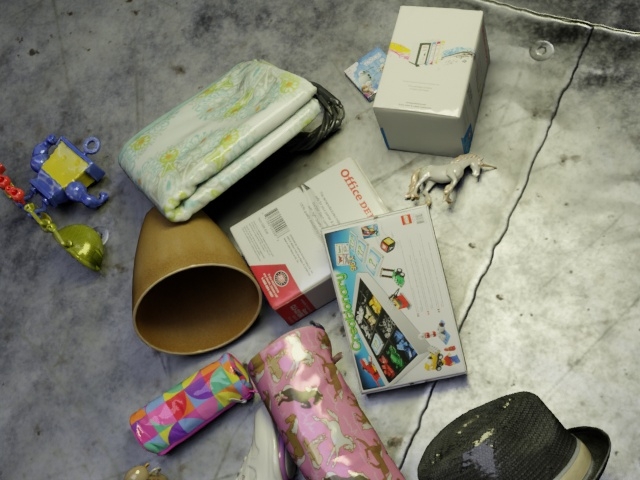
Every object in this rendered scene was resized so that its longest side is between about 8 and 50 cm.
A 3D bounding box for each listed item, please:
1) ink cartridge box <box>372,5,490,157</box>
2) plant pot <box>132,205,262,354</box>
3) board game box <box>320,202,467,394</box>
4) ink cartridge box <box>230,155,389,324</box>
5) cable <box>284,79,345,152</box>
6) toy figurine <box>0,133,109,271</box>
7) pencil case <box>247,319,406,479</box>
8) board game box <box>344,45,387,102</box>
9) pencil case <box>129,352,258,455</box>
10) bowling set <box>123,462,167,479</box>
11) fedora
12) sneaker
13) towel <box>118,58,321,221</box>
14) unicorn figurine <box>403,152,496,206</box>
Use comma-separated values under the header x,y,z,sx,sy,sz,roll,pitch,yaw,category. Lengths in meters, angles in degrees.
x,y,z,sx,sy,sz,roll,pitch,yaw,category
0.219,-0.307,1.811,0.168,0.171,0.232,9,70,18,ink cartridge box
-0.256,0.043,1.778,0.237,0.237,0.254,-26,48,3,plant pot
0.130,0.103,1.650,0.193,0.053,0.305,-13,96,9,board game box
0.000,0.000,1.772,0.273,0.114,0.197,-31,64,2,ink cartridge box
-0.042,-0.260,1.934,0.150,0.047,0.184,-48,56,2,cable
-0.526,-0.130,1.934,0.363,0.191,0.217,38,76,24,toy figurine
0.025,0.332,1.592,0.167,0.160,0.386,-25,65,-11,pencil case
0.110,-0.344,1.939,0.090,0.020,0.090,-37,62,-2,board game box
-0.231,0.301,1.720,0.236,0.104,0.104,-33,64,1,pencil case
-0.350,0.539,1.618,0.287,0.154,0.200,-43,64,-5,bowling set
0.271,0.342,1.441,0.334,0.334,0.152,-34,93,-1,fedora
-0.120,0.434,1.622,0.152,0.114,0.305,-5,67,12,sneaker
-0.205,-0.213,1.841,0.374,0.090,0.320,-39,31,-8,towel
0.241,-0.120,1.786,0.162,0.060,0.111,7,59,24,unicorn figurine
